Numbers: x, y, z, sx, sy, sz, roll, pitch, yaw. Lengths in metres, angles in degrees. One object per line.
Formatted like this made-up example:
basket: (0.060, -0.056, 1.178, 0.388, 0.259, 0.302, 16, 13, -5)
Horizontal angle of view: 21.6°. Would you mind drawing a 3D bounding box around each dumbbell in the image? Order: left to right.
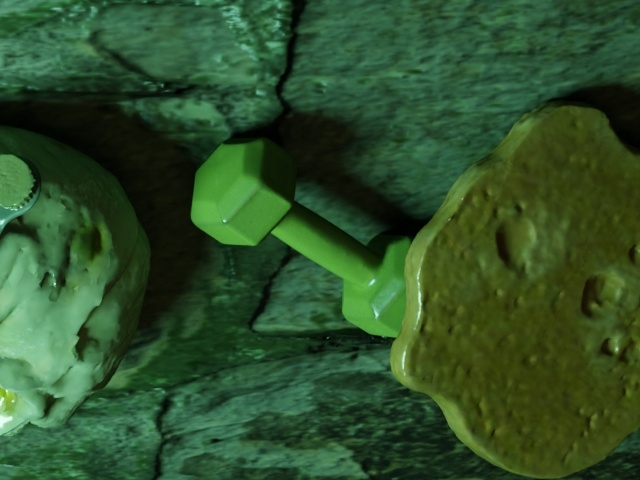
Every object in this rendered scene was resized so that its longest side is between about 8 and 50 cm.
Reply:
dumbbell: (0.000, 0.000, 1.787, 0.302, 0.121, 0.108, 32, 134, -34)

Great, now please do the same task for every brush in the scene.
brush: (-0.338, 0.040, 1.565, 0.266, 0.062, 0.027, -64, 164, -4)

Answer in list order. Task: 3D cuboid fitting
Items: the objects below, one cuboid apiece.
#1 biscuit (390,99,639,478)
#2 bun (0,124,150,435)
biscuit: (0.259, 0.062, 1.829, 0.365, 0.062, 0.385, 35, 90, -24)
bun: (-0.346, 0.062, 1.701, 0.365, 0.219, 0.365, -8, 131, -10)
